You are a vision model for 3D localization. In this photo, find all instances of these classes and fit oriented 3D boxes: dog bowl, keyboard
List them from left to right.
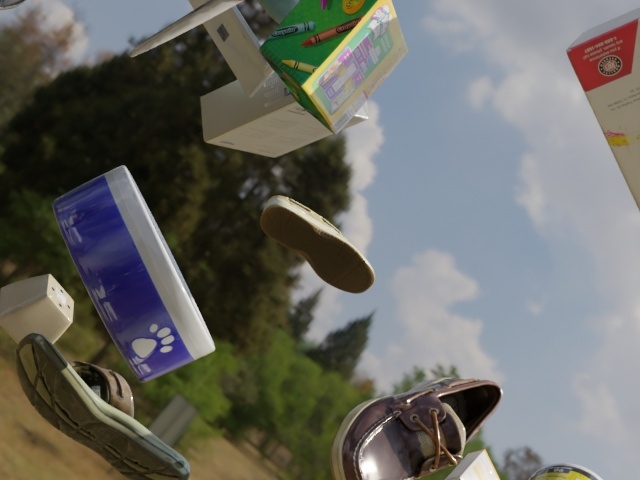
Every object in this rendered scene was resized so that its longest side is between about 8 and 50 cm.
[{"bbox_3d":[-0.237,0.043,1.633,0.265,0.104,0.265,63,-6,11],"label":"dog bowl"},{"bbox_3d":[-0.155,-0.353,2.139,0.014,0.072,0.256,-3,53,-46],"label":"keyboard"}]

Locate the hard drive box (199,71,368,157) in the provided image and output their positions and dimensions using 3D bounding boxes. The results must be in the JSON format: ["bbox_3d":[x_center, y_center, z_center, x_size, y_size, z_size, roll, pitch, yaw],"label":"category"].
[{"bbox_3d":[-0.064,-0.228,2.222,0.232,0.089,0.181,-19,-19,39],"label":"hard drive box"}]

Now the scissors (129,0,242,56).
[{"bbox_3d":[-0.062,-0.264,1.344,0.109,0.297,0.021,21,37,-58],"label":"scissors"}]

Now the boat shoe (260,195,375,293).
[{"bbox_3d":[0.000,0.000,1.267,0.135,0.050,0.045,40,23,-20],"label":"boat shoe"}]

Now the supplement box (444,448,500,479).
[{"bbox_3d":[0.240,0.382,2.034,0.036,0.098,0.062,-22,-84,37],"label":"supplement box"}]

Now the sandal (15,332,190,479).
[{"bbox_3d":[-0.298,0.232,1.773,0.303,0.086,0.120,43,-41,-15],"label":"sandal"}]

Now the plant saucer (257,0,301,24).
[{"bbox_3d":[-0.026,-0.481,2.033,0.043,0.318,0.317,-10,-43,37],"label":"plant saucer"}]

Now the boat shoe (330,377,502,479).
[{"bbox_3d":[0.143,0.263,1.771,0.123,0.342,0.123,-16,-90,37],"label":"boat shoe"}]

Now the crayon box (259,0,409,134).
[{"bbox_3d":[0.026,-0.258,1.740,0.081,0.165,0.278,41,0,13],"label":"crayon box"}]

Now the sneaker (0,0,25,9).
[{"bbox_3d":[-0.552,-0.451,1.978,0.127,0.126,0.321,1,-15,40],"label":"sneaker"}]

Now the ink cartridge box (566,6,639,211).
[{"bbox_3d":[0.531,-0.200,1.887,0.306,0.226,0.131,63,29,-12],"label":"ink cartridge box"}]

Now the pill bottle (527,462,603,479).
[{"bbox_3d":[0.246,0.332,1.398,0.119,0.119,0.208,38,24,13],"label":"pill bottle"}]

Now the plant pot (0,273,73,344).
[{"bbox_3d":[-0.496,0.124,2.261,0.109,0.096,0.109,54,12,-29],"label":"plant pot"}]
